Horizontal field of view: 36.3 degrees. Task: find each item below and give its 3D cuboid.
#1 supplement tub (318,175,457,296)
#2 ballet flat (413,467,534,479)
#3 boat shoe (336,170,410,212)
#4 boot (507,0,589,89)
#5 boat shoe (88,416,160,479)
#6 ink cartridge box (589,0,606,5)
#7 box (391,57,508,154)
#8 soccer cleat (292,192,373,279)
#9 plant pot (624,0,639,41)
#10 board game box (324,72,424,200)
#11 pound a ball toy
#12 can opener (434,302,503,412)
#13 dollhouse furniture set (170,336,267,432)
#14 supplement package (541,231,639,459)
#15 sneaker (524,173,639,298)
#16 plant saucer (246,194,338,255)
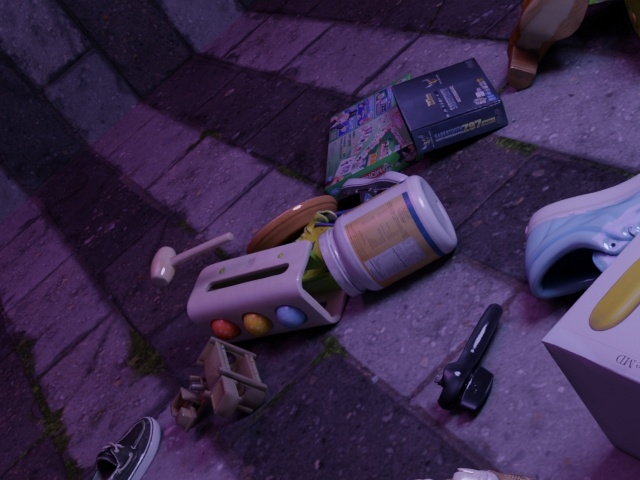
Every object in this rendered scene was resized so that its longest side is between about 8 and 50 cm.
[{"bbox_3d":[0.112,-0.004,1.642,0.200,0.144,0.144,-29,29,17],"label":"supplement tub"},{"bbox_3d":[0.160,0.313,1.185,0.206,0.067,0.073,-22,30,27],"label":"ballet flat"},{"bbox_3d":[0.101,-0.077,1.845,0.228,0.080,0.076,4,55,54],"label":"boat shoe"},{"bbox_3d":[0.430,-0.450,1.858,0.295,0.104,0.211,113,175,-54],"label":"boot"},{"bbox_3d":[-0.346,0.384,1.681,0.078,0.070,0.219,-17,34,35],"label":"boat shoe"},{"bbox_3d":[0.597,-0.514,1.840,0.255,0.097,0.189,-13,9,4],"label":"ink cartridge box"},{"bbox_3d":[0.249,-0.268,1.925,0.183,0.059,0.232,-19,31,6],"label":"box"},{"bbox_3d":[0.001,-0.001,1.797,0.289,0.121,0.093,-25,30,24],"label":"soccer cleat"},{"bbox_3d":[0.617,-0.438,1.634,0.227,0.207,0.228,-28,28,19],"label":"plant pot"},{"bbox_3d":[0.114,-0.224,2.083,0.213,0.046,0.317,-26,29,20],"label":"board game box"},{"bbox_3d":[-0.141,0.091,1.733,0.319,0.208,0.136,-15,45,37],"label":"pound a ball toy"},{"bbox_3d":[0.215,0.165,1.376,0.186,0.073,0.059,-58,-5,-39],"label":"can opener"},{"bbox_3d":[-0.165,0.285,1.633,0.161,0.101,0.182,-59,24,15],"label":"dollhouse furniture set"},{"bbox_3d":[0.424,0.105,1.044,0.263,0.198,0.199,-45,29,-12],"label":"supplement package"},{"bbox_3d":[0.434,-0.001,1.291,0.366,0.135,0.150,-25,36,41],"label":"sneaker"},{"bbox_3d":[-0.048,-0.014,1.864,0.200,0.037,0.200,-31,-16,-9],"label":"plant saucer"}]
